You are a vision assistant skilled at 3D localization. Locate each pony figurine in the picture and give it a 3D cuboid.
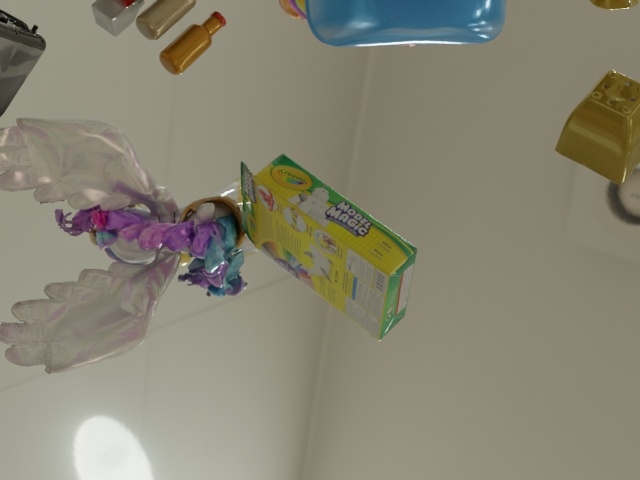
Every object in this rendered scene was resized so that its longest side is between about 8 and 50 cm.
[{"bbox_3d":[-0.220,-0.014,1.351,0.351,0.363,0.302,-8,-87,-1],"label":"pony figurine"}]

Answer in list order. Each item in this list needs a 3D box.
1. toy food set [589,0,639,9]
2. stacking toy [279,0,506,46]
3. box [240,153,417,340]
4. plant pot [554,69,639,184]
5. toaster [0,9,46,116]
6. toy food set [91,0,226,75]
[{"bbox_3d":[0.293,-0.321,1.008,0.217,0.071,0.128,83,-13,-48],"label":"toy food set"},{"bbox_3d":[0.026,-0.241,0.960,0.302,0.175,0.165,-172,-102,-71],"label":"stacking toy"},{"bbox_3d":[0.000,0.000,0.954,0.179,0.043,0.105,35,-32,21],"label":"box"},{"bbox_3d":[0.299,-0.125,1.105,0.082,0.081,0.083,31,-27,23],"label":"plant pot"},{"bbox_3d":[-0.371,-0.196,1.008,0.168,0.186,0.110,31,-84,2],"label":"toaster"},{"bbox_3d":[-0.244,-0.337,1.450,0.232,0.104,0.111,36,-22,17],"label":"toy food set"}]
